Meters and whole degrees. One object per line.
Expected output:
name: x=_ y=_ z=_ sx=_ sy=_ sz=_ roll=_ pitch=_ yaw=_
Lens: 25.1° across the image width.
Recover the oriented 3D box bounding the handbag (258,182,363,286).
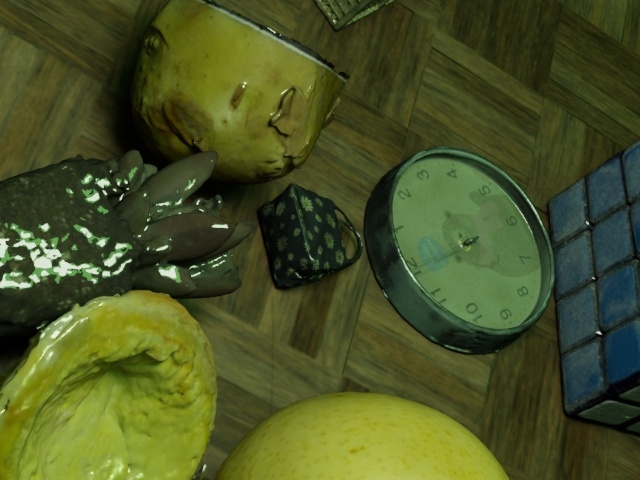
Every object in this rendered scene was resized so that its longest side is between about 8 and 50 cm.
handbag: x=0.000 y=0.000 z=1.745 sx=0.139 sy=0.072 sz=0.115 roll=8 pitch=59 yaw=-45

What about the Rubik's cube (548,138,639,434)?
Rubik's cube: x=0.538 y=0.058 z=1.892 sx=0.343 sy=0.337 sz=0.345 roll=15 pitch=59 yaw=-27

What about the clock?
clock: x=0.185 y=0.008 z=1.865 sx=0.280 sy=0.055 sz=0.281 roll=16 pitch=57 yaw=-27

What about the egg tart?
egg tart: x=-0.233 y=0.185 z=1.396 sx=0.315 sy=0.120 sz=0.315 roll=-24 pitch=122 yaw=-45

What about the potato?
potato: x=-0.108 y=-0.164 z=1.677 sx=0.246 sy=0.196 sz=0.299 roll=30 pitch=6 yaw=7

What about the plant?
plant: x=-0.234 y=0.001 z=1.495 sx=0.320 sy=0.194 sz=0.182 roll=-15 pitch=78 yaw=-36

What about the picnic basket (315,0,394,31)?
picnic basket: x=0.070 y=-0.406 z=1.965 sx=0.196 sy=0.134 sz=0.154 roll=-33 pitch=89 yaw=-41

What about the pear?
pear: x=0.046 y=0.324 z=1.412 sx=0.348 sy=0.348 sz=0.348 roll=16 pitch=57 yaw=-27
